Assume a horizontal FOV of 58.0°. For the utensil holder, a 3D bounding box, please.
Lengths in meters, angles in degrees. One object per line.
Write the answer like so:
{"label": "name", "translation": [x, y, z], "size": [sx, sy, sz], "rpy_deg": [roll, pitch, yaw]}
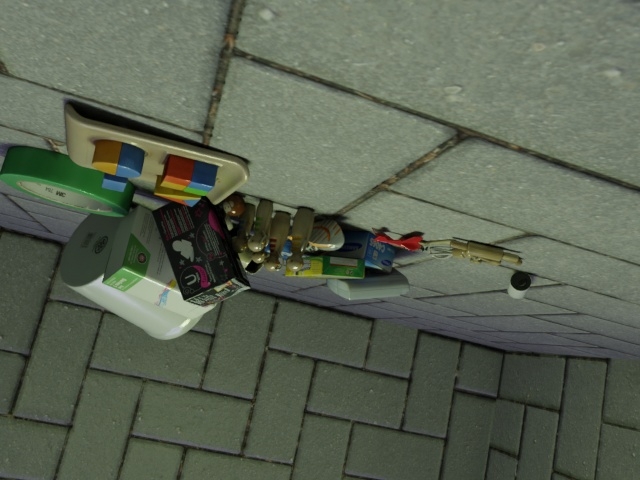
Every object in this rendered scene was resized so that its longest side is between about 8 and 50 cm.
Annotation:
{"label": "utensil holder", "translation": [-0.584, 0.101, 1.877], "size": [0.327, 0.327, 0.385], "rpy_deg": [5, 153, 35]}

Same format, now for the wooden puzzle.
{"label": "wooden puzzle", "translation": [-0.349, -0.143, 1.183], "size": [0.348, 0.080, 0.322], "rpy_deg": [17, 168, -20]}

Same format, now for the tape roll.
{"label": "tape roll", "translation": [-0.656, -0.147, 1.510], "size": [0.321, 0.077, 0.321], "rpy_deg": [12, 169, 2]}

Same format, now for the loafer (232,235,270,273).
{"label": "loafer", "translation": [-0.201, 0.052, 1.700], "size": [0.092, 0.102, 0.268], "rpy_deg": [42, -170, 15]}

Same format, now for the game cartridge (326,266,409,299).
{"label": "game cartridge", "translation": [0.117, 0.106, 1.650], "size": [0.196, 0.060, 0.294], "rpy_deg": [-8, -170, -9]}

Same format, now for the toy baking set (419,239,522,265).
{"label": "toy baking set", "translation": [0.356, 0.036, 1.414], "size": [0.256, 0.030, 0.197], "rpy_deg": [14, 169, -5]}

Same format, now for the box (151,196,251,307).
{"label": "box", "translation": [-0.297, 0.026, 1.446], "size": [0.142, 0.247, 0.163], "rpy_deg": [-23, 165, 1]}

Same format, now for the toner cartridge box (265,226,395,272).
{"label": "toner cartridge box", "translation": [0.015, 0.023, 1.610], "size": [0.348, 0.075, 0.165], "rpy_deg": [4, 167, 35]}

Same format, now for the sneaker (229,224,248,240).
{"label": "sneaker", "translation": [-0.280, 0.020, 1.783], "size": [0.147, 0.130, 0.330], "rpy_deg": [8, 168, 34]}

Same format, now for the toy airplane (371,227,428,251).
{"label": "toy airplane", "translation": [0.193, 0.003, 1.415], "size": [0.151, 0.028, 0.151], "rpy_deg": [16, 170, 3]}

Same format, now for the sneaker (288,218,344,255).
{"label": "sneaker", "translation": [0.000, 0.000, 1.443], "size": [0.083, 0.084, 0.215], "rpy_deg": [55, 159, -23]}

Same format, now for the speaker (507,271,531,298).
{"label": "speaker", "translation": [0.543, 0.124, 1.578], "size": [0.055, 0.055, 0.136], "rpy_deg": [9, 169, 17]}

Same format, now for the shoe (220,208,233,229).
{"label": "shoe", "translation": [-0.342, -0.053, 1.623], "size": [0.219, 0.076, 0.058], "rpy_deg": [4, 161, 28]}

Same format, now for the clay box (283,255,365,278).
{"label": "clay box", "translation": [0.001, 0.072, 1.494], "size": [0.127, 0.053, 0.222], "rpy_deg": [7, 174, -31]}

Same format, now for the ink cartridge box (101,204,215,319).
{"label": "ink cartridge box", "translation": [-0.413, 0.065, 1.553], "size": [0.278, 0.201, 0.117], "rpy_deg": [30, 135, -33]}

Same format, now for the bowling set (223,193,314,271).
{"label": "bowling set", "translation": [-0.164, -0.014, 1.421], "size": [0.200, 0.154, 0.287], "rpy_deg": [18, 167, -26]}
